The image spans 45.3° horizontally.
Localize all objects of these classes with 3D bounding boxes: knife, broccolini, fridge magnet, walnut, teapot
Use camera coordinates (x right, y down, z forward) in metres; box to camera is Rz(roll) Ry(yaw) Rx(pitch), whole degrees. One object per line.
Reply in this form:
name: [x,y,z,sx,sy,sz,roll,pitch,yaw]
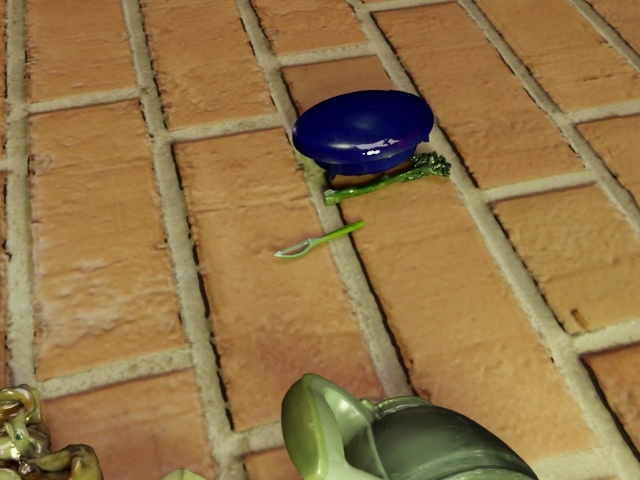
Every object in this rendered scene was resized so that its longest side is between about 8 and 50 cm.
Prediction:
knife: [0.000,0.000,1.313,0.184,0.026,0.022,-22,22,-23]
broccolini: [0.123,-0.119,1.408,0.254,0.058,0.071,-14,5,-18]
fridge magnet: [0.078,-0.206,1.422,0.265,0.113,0.266,-7,34,5]
walnut: [-0.385,0.306,0.938,0.204,0.141,0.238,-38,48,-27]
teapot: [0.084,0.296,0.895,0.321,0.240,0.239,8,21,-21]

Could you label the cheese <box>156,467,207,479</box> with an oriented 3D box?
cheese: [-0.198,0.410,0.788,0.265,0.124,0.243,-32,45,10]
